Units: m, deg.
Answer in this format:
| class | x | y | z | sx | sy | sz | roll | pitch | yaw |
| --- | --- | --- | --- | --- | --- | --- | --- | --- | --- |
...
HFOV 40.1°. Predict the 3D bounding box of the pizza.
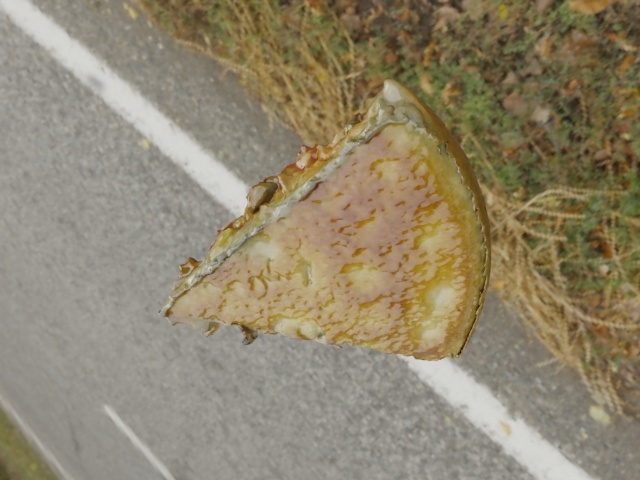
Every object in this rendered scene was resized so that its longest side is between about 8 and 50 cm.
| class | x | y | z | sx | sy | sz | roll | pitch | yaw |
| --- | --- | --- | --- | --- | --- | --- | --- | --- | --- |
| pizza | 0.000 | 0.000 | 0.497 | 0.053 | 0.193 | 0.201 | -97 | -1 | -47 |
